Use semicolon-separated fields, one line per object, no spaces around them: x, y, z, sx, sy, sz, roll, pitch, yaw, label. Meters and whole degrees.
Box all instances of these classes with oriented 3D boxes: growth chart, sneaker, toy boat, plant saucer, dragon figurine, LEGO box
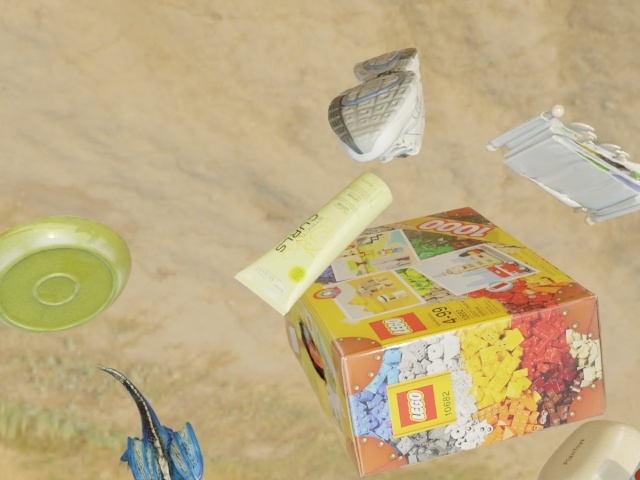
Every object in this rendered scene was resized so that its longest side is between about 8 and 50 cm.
0.329;-0.090;1.351;0.237;0.021;0.172;31;154;-26;growth chart
0.091;-0.152;1.340;0.111;0.297;0.129;-12;110;19;sneaker
0.548;0.465;1.975;0.148;0.267;0.318;53;158;-16;toy boat
-0.400;0.064;1.597;0.241;0.037;0.241;-14;138;-13;plant saucer
-0.189;0.270;1.273;0.085;0.289;0.144;-13;168;-19;dragon figurine
0.160;0.131;1.663;0.372;0.500;0.193;-12;108;-10;LEGO box

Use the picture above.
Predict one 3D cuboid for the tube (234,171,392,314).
0.000;0.000;1.443;0.062;0.240;0.070;57;156;-20;tube
